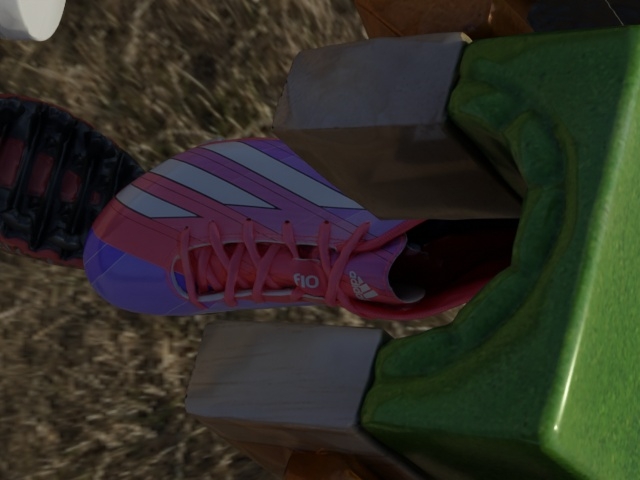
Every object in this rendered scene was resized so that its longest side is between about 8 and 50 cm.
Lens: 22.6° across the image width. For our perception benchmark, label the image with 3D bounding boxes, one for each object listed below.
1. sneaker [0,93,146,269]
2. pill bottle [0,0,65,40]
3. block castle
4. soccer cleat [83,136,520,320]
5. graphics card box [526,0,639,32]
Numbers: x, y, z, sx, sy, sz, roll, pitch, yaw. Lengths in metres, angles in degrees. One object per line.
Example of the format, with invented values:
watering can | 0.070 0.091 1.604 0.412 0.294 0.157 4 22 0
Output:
sneaker | -0.234 -0.043 1.032 0.276 0.135 0.098 19 67 -8
pill bottle | -0.380 -0.233 1.317 0.322 0.181 0.182 4 86 10
block castle | 0.134 0.058 0.441 0.212 0.303 0.453 0 63 37
soccer cleat | 0.000 0.000 0.707 0.248 0.095 0.083 -10 125 18
graphics card box | 0.167 0.034 0.895 0.094 0.371 0.233 -15 44 -7
